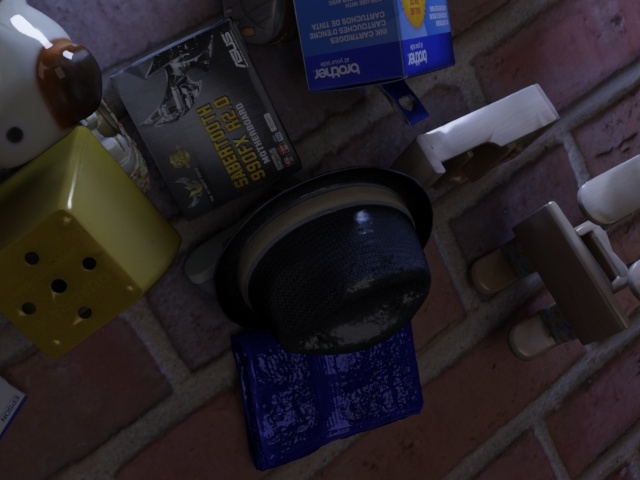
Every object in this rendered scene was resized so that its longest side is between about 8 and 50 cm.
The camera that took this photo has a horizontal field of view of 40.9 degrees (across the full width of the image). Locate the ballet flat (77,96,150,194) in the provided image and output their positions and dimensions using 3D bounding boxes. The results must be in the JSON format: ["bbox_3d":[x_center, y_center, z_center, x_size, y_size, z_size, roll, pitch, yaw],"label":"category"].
[{"bbox_3d":[-0.305,-0.146,1.146,0.091,0.077,0.241,-41,114,-17],"label":"ballet flat"}]

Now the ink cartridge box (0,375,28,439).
[{"bbox_3d":[-0.509,0.181,1.028,0.165,0.065,0.332,-62,146,-25],"label":"ink cartridge box"}]

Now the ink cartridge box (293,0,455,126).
[{"bbox_3d":[0.074,-0.358,1.202,0.270,0.151,0.395,-35,119,-62],"label":"ink cartridge box"}]

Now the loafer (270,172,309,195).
[{"bbox_3d":[0.000,0.000,1.312,0.087,0.094,0.251,-46,114,-19],"label":"loafer"}]

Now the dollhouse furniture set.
[{"bbox_3d":[0.314,-0.007,1.339,0.257,0.362,0.394,-26,80,-23],"label":"dollhouse furniture set"}]

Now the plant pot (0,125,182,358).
[{"bbox_3d":[-0.315,0.018,1.066,0.212,0.187,0.212,-36,113,4],"label":"plant pot"}]

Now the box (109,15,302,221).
[{"bbox_3d":[-0.154,-0.167,1.193,0.183,0.056,0.231,-24,109,3],"label":"box"}]

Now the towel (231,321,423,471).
[{"bbox_3d":[0.022,0.221,1.366,0.308,0.076,0.227,-15,104,-25],"label":"towel"}]

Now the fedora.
[{"bbox_3d":[0.028,0.056,1.182,0.334,0.152,0.334,-16,138,-16],"label":"fedora"}]

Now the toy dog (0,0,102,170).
[{"bbox_3d":[-0.428,-0.270,0.960,0.285,0.395,0.407,-20,100,21],"label":"toy dog"}]

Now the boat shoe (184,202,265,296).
[{"bbox_3d":[-0.086,0.009,1.253,0.228,0.079,0.081,-28,133,9],"label":"boat shoe"}]

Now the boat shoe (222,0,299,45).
[{"bbox_3d":[-0.069,-0.435,1.215,0.116,0.123,0.324,-4,99,-54],"label":"boat shoe"}]
